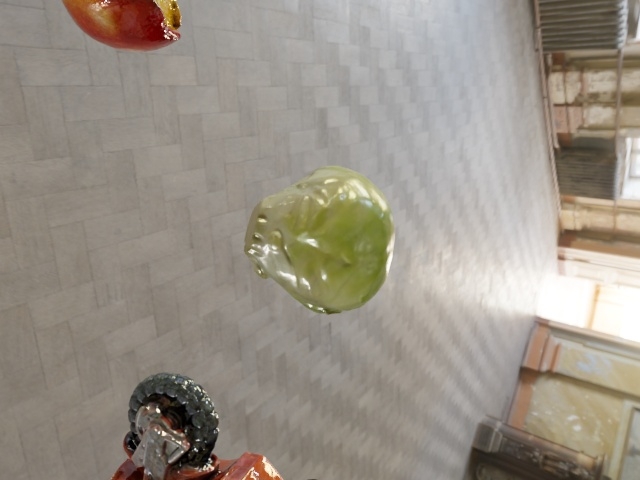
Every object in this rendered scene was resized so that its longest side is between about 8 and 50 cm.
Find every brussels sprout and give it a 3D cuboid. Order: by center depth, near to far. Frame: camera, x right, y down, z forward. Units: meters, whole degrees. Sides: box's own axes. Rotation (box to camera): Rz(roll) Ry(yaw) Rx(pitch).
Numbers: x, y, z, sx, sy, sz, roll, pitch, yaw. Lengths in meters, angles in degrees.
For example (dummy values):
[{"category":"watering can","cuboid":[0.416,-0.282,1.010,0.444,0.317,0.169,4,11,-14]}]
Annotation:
[{"category":"brussels sprout","cuboid":[0.011,-0.007,0.929,0.317,0.243,0.273,40,87,-29]}]

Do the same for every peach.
[{"category":"peach","cuboid":[-0.252,-0.301,0.604,0.151,0.151,0.118,-47,159,-37]}]

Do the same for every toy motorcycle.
[{"category":"toy motorcycle","cuboid":[-0.077,0.252,0.391,0.171,0.298,0.089,-42,172,14]}]
